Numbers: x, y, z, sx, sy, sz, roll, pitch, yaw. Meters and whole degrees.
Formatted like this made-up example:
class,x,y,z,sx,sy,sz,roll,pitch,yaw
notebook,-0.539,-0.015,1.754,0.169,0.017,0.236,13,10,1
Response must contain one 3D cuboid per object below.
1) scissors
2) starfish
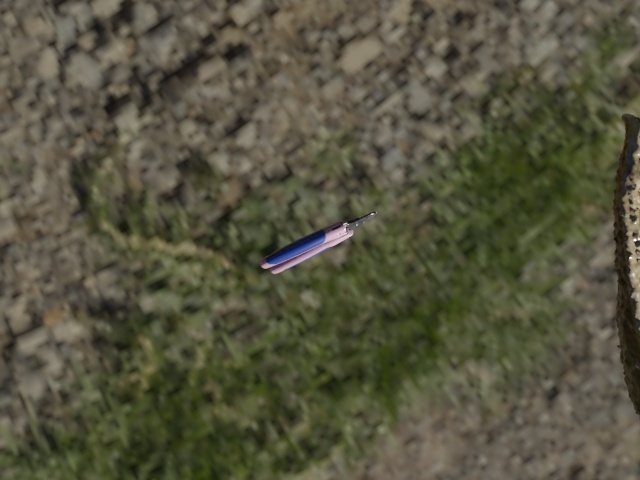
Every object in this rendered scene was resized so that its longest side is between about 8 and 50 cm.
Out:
class,x,y,z,sx,sy,sz,roll,pitch,yaw
scissors,0.000,0.000,1.788,0.113,0.012,0.039,-27,162,11
starfish,0.147,0.055,0.806,0.057,0.238,0.213,-6,144,24
